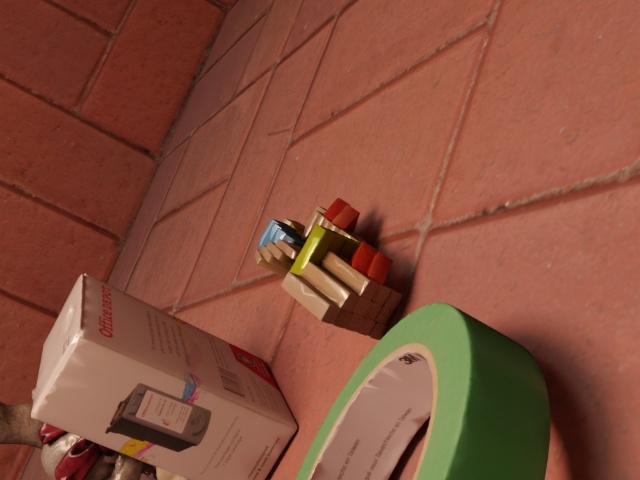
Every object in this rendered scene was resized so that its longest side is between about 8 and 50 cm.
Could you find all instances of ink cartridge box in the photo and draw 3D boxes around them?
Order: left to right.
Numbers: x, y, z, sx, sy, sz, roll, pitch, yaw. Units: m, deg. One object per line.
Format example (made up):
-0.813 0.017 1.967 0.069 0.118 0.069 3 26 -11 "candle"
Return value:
-0.208 0.192 1.100 0.131 0.306 0.226 -60 21 7 "ink cartridge box"

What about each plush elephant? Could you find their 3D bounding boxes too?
-0.320 0.288 1.272 0.255 0.329 0.272 -51 54 28 "plush elephant"

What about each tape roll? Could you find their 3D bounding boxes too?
0.061 0.210 0.694 0.321 0.077 0.321 -57 12 18 "tape roll"

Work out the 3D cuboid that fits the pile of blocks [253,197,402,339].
0.000 0.000 1.067 0.113 0.148 0.362 -60 20 7 "pile of blocks"
